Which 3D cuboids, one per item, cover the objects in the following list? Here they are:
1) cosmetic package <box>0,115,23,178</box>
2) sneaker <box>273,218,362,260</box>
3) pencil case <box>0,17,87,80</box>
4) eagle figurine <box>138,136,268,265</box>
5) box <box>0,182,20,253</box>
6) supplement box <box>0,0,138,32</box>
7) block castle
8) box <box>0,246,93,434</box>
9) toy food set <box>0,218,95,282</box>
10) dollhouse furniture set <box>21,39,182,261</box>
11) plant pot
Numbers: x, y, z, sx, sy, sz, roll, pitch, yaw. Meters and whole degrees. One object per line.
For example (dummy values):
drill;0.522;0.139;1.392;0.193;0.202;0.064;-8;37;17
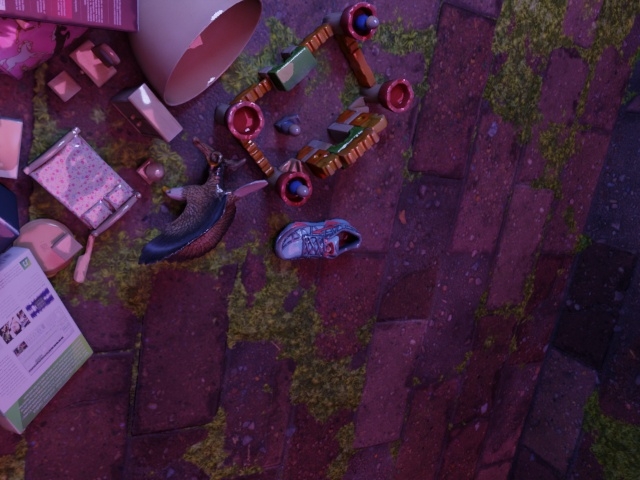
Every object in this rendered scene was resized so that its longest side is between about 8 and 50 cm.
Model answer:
cosmetic package;-0.626;-0.187;1.046;0.041;0.060;0.115;5;103;-32
sneaker;0.000;0.000;1.446;0.261;0.125;0.104;-15;114;-26
pencil case;-0.493;-0.477;0.966;0.160;0.167;0.386;44;80;8
eagle figurine;-0.286;-0.067;1.222;0.226;0.225;0.298;19;86;-44
box;-0.755;0.024;0.902;0.395;0.293;0.212;-47;124;-8
supplement box;-0.436;-0.432;0.878;0.239;0.073;0.130;-4;111;-31
block castle;0.000;-0.326;1.278;0.453;0.213;0.303;-43;123;-11
box;-0.632;0.208;1.083;0.232;0.058;0.322;-58;145;-46
toy food set;-0.608;0.016;1.148;0.192;0.038;0.133;17;91;-29
dollhouse furniture set;-0.478;-0.169;1.047;0.355;0.173;0.303;-48;124;-16
plant pot;-0.283;-0.446;1.058;0.191;0.284;0.284;44;81;-5
